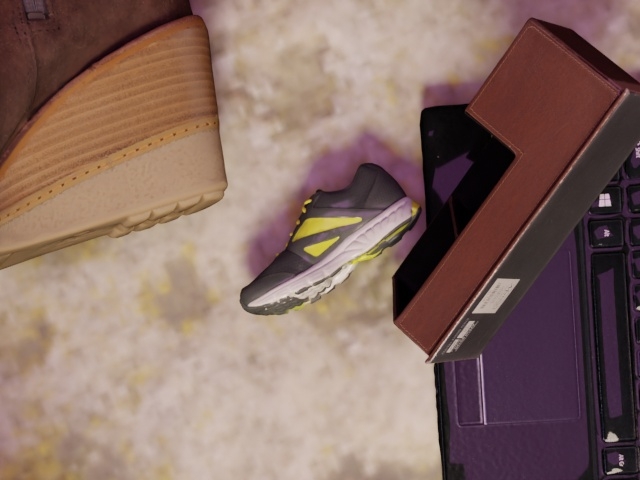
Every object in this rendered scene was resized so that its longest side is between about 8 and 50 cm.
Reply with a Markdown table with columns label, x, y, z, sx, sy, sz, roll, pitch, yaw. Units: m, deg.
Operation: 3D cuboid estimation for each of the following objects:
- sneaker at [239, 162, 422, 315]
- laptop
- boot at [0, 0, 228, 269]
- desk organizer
| label | x | y | z | sx | sy | sz | roll | pitch | yaw |
| --- | --- | --- | --- | --- | --- | --- | --- | --- | --- |
| sneaker | 0.000 | 0.000 | 0.794 | 0.083 | 0.031 | 0.035 | -33 | 75 | -3 |
| laptop | 0.176 | 0.052 | 0.731 | 0.264 | 0.136 | 0.234 | -3 | 89 | 2 |
| boot | -0.164 | -0.084 | 0.733 | 0.248 | 0.090 | 0.207 | -17 | 83 | -33 |
| desk organizer | 0.071 | -0.018 | 0.751 | 0.050 | 0.047 | 0.130 | 42 | 109 | 23 |
